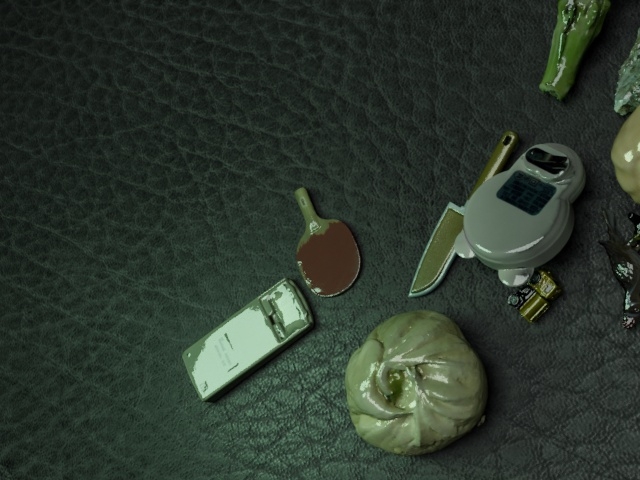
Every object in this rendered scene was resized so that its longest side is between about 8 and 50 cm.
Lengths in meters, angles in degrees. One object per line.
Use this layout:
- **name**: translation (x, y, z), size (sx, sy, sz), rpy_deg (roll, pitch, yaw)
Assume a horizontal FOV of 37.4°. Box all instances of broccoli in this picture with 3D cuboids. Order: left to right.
- **broccoli**: translation (0.446, -0.384, 1.593), size (0.145, 0.165, 0.304), rpy_deg (21, 102, 4)

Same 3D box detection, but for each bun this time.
- **bun**: translation (0.148, 0.231, 1.568), size (0.259, 0.160, 0.259), rpy_deg (-12, 67, 31)

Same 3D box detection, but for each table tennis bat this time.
- **table tennis bat**: translation (0.000, 0.000, 1.812), size (0.131, 0.022, 0.234), rpy_deg (-34, 62, 20)

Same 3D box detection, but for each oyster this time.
- **oyster**: translation (0.542, -0.289, 1.531), size (0.125, 0.064, 0.177), rpy_deg (10, 88, 55)

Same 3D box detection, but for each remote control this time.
- **remote control**: translation (-0.139, 0.193, 1.833), size (0.285, 0.038, 0.123), rpy_deg (-38, 61, 14)

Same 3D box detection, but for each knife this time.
- **knife**: translation (0.248, -0.043, 1.666), size (0.061, 0.027, 0.343), rpy_deg (31, 96, 32)

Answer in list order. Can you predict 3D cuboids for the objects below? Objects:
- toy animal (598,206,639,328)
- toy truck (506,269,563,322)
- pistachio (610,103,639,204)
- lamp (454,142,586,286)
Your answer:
- **toy animal**: translation (0.486, 0.038, 1.484), size (0.105, 0.070, 0.202), rpy_deg (-11, 72, 43)
- **toy truck**: translation (0.354, 0.089, 1.548), size (0.083, 0.049, 0.054), rpy_deg (-49, 59, 12)
- **pistachio**: translation (0.585, -0.173, 1.409), size (0.318, 0.214, 0.193), rpy_deg (-39, 102, 6)
- **lamp**: translation (0.342, -0.047, 1.561), size (0.179, 0.108, 0.246), rpy_deg (36, 88, 38)
